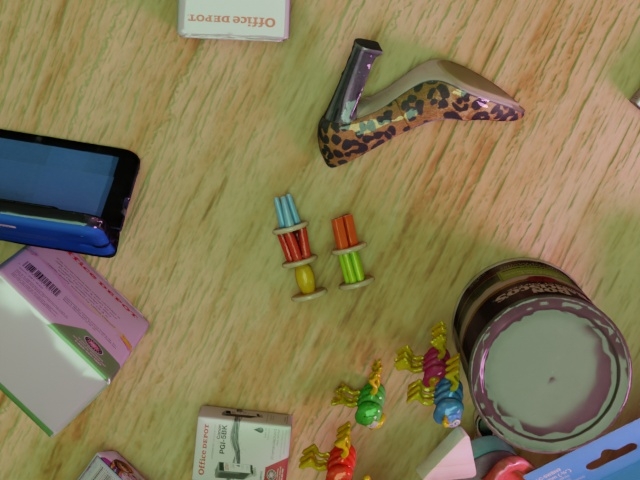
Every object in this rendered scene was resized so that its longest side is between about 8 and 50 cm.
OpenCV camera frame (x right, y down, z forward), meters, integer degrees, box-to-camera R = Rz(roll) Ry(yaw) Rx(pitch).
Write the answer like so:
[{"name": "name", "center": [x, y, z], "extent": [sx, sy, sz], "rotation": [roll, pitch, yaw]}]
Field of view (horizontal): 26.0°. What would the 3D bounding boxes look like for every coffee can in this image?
[{"name": "coffee can", "center": [0.283, 0.144, 1.830], "extent": [0.201, 0.275, 0.202], "rotation": [0, 99, 1]}]

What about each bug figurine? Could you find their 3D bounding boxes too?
[{"name": "bug figurine", "center": [0.103, 0.227, 1.861], "extent": [0.279, 0.216, 0.072], "rotation": [-35, 110, 28]}]

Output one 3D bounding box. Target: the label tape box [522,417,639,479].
[{"name": "label tape box", "center": [0.466, 0.387, 1.853], "extent": [0.240, 0.106, 0.333], "rotation": [-33, 124, 27]}]

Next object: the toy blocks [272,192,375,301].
[{"name": "toy blocks", "center": [0.000, 0.000, 1.924], "extent": [0.123, 0.054, 0.148], "rotation": [-15, 98, 4]}]

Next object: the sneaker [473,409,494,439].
[{"name": "sneaker", "center": [0.234, 0.281, 1.974], "extent": [0.032, 0.037, 0.083], "rotation": [-11, 100, 1]}]

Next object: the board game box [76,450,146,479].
[{"name": "board game box", "center": [-0.286, 0.520, 1.950], "extent": [0.318, 0.066, 0.318], "rotation": [41, 98, 18]}]

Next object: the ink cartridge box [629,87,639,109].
[{"name": "ink cartridge box", "center": [0.497, -0.208, 1.883], "extent": [0.088, 0.052, 0.122], "rotation": [39, 99, -5]}]

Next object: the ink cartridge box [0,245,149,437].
[{"name": "ink cartridge box", "center": [-0.357, 0.114, 1.836], "extent": [0.201, 0.278, 0.117], "rotation": [45, 100, -6]}]

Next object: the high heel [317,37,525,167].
[{"name": "high heel", "center": [0.133, -0.156, 1.896], "extent": [0.261, 0.093, 0.186], "rotation": [17, 117, -10]}]

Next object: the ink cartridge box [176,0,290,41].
[{"name": "ink cartridge box", "center": [-0.112, -0.372, 1.848], "extent": [0.153, 0.087, 0.208], "rotation": [3, 98, 0]}]

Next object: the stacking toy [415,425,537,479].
[{"name": "stacking toy", "center": [0.133, 0.357, 1.902], "extent": [0.309, 0.130, 0.279], "rotation": [-40, 133, 2]}]

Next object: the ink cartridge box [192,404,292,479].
[{"name": "ink cartridge box", "center": [-0.112, 0.295, 1.971], "extent": [0.135, 0.056, 0.099], "rotation": [6, 100, 0]}]

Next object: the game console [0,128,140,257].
[{"name": "game console", "center": [-0.399, -0.087, 1.796], "extent": [0.293, 0.250, 0.173], "rotation": [8, 79, -1]}]
